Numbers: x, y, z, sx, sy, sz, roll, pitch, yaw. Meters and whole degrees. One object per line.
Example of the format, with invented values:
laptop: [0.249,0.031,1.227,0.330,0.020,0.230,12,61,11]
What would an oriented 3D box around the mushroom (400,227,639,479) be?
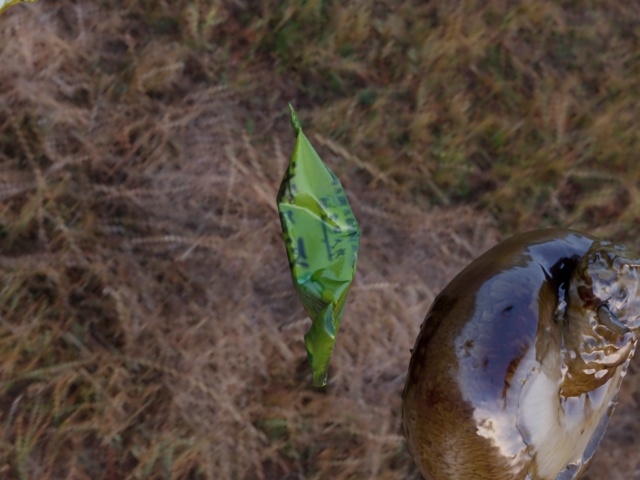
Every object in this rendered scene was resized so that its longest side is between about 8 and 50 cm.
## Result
mushroom: [0.182,0.109,1.139,0.163,0.278,0.297,31,30,25]

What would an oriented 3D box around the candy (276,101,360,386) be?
candy: [0.000,0.000,1.177,0.069,0.149,0.246,-10,69,-3]

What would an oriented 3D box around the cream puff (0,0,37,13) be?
cream puff: [-0.460,-0.377,1.562,0.323,0.270,0.274,-29,118,-20]
